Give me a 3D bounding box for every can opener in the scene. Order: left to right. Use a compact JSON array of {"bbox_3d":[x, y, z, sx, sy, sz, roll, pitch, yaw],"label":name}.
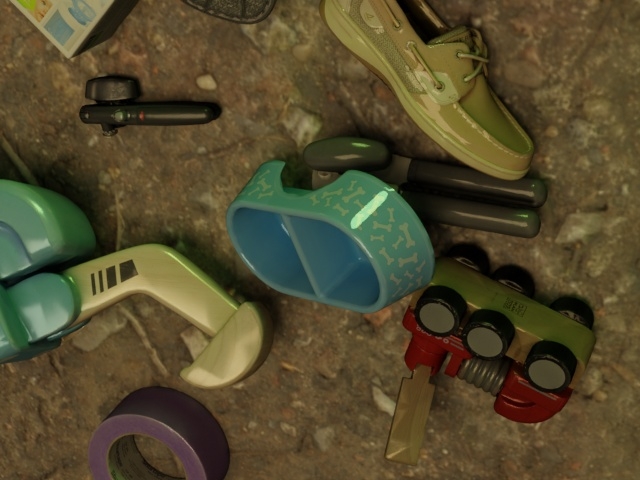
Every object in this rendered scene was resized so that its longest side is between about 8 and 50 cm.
[{"bbox_3d":[-0.217,-0.162,1.527,0.186,0.059,0.073,8,116,19],"label":"can opener"},{"bbox_3d":[0.116,-0.064,1.411,0.283,0.095,0.076,11,78,19],"label":"can opener"}]

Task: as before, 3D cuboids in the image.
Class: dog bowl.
[{"bbox_3d":[0.000,0.000,1.431,0.297,0.074,0.166,11,132,47],"label":"dog bowl"}]

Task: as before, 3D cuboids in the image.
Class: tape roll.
[{"bbox_3d":[-0.231,0.310,1.741,0.189,0.080,0.189,9,117,17],"label":"tape roll"}]

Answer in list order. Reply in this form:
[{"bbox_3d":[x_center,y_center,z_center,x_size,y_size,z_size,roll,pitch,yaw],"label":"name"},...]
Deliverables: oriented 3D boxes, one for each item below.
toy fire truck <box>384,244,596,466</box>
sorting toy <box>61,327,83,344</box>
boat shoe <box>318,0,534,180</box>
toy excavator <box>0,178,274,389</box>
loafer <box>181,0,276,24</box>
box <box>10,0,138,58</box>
[{"bbox_3d":[0.186,0.167,1.480,0.217,0.158,0.246,27,132,8],"label":"toy fire truck"},{"bbox_3d":[-0.357,0.090,1.713,0.075,0.045,0.083,48,121,4],"label":"sorting toy"},{"bbox_3d":[0.134,-0.193,1.348,0.302,0.109,0.098,46,123,3],"label":"boat shoe"},{"bbox_3d":[-0.334,0.049,1.579,0.445,0.222,0.433,-25,84,8],"label":"toy excavator"},{"bbox_3d":[-0.172,-0.357,1.407,0.302,0.095,0.109,30,118,2],"label":"loafer"},{"bbox_3d":[-0.320,-0.338,1.459,0.203,0.103,0.114,44,122,-3],"label":"box"}]
